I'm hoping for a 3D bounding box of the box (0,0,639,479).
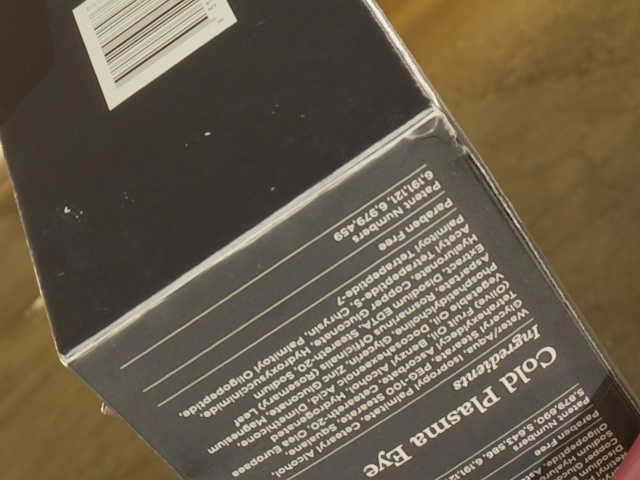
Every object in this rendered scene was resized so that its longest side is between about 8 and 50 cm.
[{"bbox_3d":[0.000,0.000,0.859,0.179,0.312,0.343,-34,38,6],"label":"box"}]

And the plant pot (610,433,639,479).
[{"bbox_3d":[0.180,0.119,0.627,0.180,0.201,0.201,-69,14,-5],"label":"plant pot"}]

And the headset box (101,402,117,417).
[{"bbox_3d":[-0.018,0.047,1.228,0.218,0.293,0.110,-84,13,-56],"label":"headset box"}]
